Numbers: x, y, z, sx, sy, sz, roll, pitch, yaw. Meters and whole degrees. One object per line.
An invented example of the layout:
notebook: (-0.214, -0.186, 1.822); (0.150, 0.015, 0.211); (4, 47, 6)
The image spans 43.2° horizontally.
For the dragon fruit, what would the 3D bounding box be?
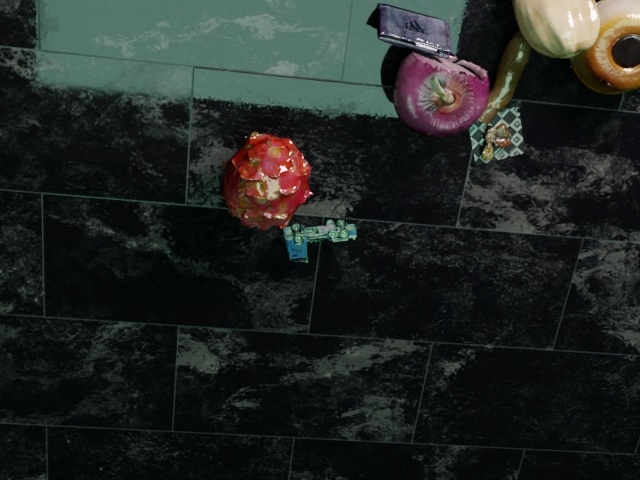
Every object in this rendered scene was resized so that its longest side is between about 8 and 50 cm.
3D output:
dragon fruit: (-0.130, -0.120, 1.825); (0.210, 0.205, 0.268); (16, 149, -28)

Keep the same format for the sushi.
sushi: (0.420, -0.242, 1.905); (0.126, 0.026, 0.120); (-15, 114, 2)

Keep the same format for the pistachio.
pistachio: (0.492, -0.484, 1.703); (0.157, 0.157, 0.229); (-29, 70, 8)

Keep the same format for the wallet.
wallet: (0.203, -0.453, 1.750); (0.166, 0.111, 0.030); (12, 140, -11)

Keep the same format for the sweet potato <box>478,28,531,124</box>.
sweet potato: (0.432, -0.391, 1.820); (0.067, 0.059, 0.281); (17, 113, -22)

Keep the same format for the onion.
onion: (0.259, -0.316, 1.784); (0.207, 0.200, 0.200); (-9, 118, -32)

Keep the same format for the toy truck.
toy truck: (0.000, 0.000, 1.963); (0.175, 0.067, 0.081); (-8, 121, -5)

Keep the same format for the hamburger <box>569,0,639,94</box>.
hamburger: (0.662, -0.429, 1.777); (0.237, 0.147, 0.237); (3, 121, 6)
